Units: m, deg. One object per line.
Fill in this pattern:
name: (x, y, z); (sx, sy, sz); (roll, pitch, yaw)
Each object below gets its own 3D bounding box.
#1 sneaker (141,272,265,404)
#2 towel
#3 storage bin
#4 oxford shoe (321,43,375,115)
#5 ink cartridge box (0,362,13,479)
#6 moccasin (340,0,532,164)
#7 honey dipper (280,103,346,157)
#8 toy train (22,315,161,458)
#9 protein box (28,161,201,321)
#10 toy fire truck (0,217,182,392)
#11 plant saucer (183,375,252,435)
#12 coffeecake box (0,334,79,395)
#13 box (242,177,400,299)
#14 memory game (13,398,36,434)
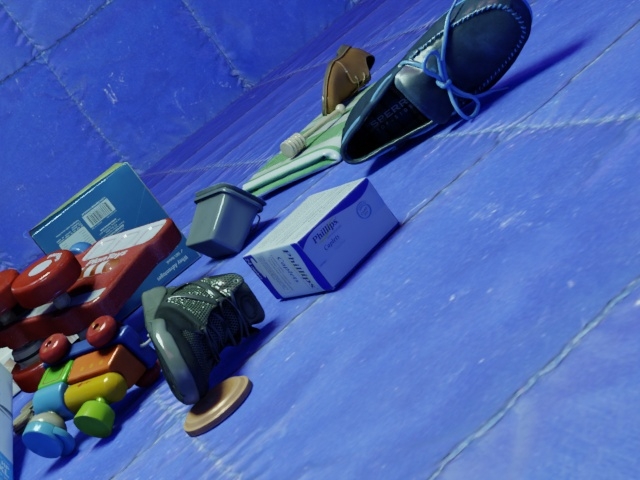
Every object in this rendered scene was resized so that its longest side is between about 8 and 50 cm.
sneaker: (-0.123, 0.096, 1.204); (0.130, 0.087, 0.227); (-19, 19, -5)
towel: (0.024, -0.193, 1.955); (0.248, 0.038, 0.325); (-22, 18, 43)
storage bin: (-0.151, -0.024, 1.736); (0.135, 0.098, 0.091); (-11, 57, 60)
oxford shoe: (0.051, -0.298, 2.040); (0.076, 0.076, 0.212); (12, 43, 13)
ink cartridge box: (-0.526, 0.275, 1.440); (0.223, 0.129, 0.307); (-37, 27, 2)
moccasin: (0.156, -0.200, 1.501); (0.342, 0.138, 0.117); (-44, 10, 41)
honey dipper: (-0.007, -0.192, 1.891); (0.160, 0.030, 0.030); (-40, 13, -35)
toy train: (-0.248, 0.172, 1.321); (0.248, 0.105, 0.143); (-20, 36, 32)
protein box: (-0.350, 0.005, 1.870); (0.200, 0.201, 0.136); (-40, 14, -11)
toy fire truck: (-0.371, 0.078, 1.658); (0.302, 0.169, 0.254); (-16, 25, 37)
plant saucer: (-0.107, 0.166, 1.125); (0.083, 0.013, 0.083); (-34, 14, 10)
coffeecake box: (-0.485, 0.176, 1.928); (0.185, 0.068, 0.142); (-39, 13, -9)
box: (0.000, 0.000, 1.284); (0.126, 0.072, 0.137); (-44, 14, -28)
memory game: (-0.384, 0.223, 1.639); (0.186, 0.012, 0.186); (-34, 14, 10)
